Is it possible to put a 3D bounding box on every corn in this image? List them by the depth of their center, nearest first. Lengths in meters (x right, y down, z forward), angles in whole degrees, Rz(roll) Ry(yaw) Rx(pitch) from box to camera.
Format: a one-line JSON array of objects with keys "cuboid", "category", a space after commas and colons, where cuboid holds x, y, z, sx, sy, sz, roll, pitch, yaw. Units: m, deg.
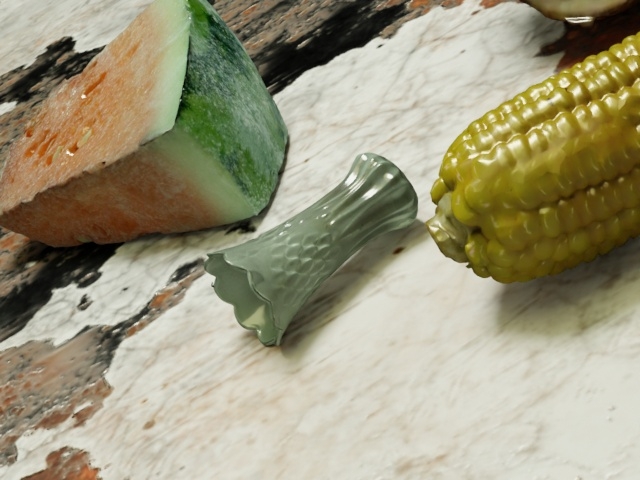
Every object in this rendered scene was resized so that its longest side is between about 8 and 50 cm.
[{"cuboid": [0.231, -0.086, 1.114, 0.363, 0.120, 0.120, -30, 30, 0], "category": "corn"}]

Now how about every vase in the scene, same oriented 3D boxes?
[{"cuboid": [0.000, 0.000, 1.234, 0.148, 0.081, 0.081, -37, 31, -20], "category": "vase"}]

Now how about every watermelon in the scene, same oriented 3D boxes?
[{"cuboid": [-0.162, -0.077, 1.456, 0.256, 0.140, 0.193, -25, 34, 28], "category": "watermelon"}]

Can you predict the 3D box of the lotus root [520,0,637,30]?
[{"cuboid": [0.218, -0.345, 1.273, 0.390, 0.375, 0.111, -4, 19, 21], "category": "lotus root"}]
